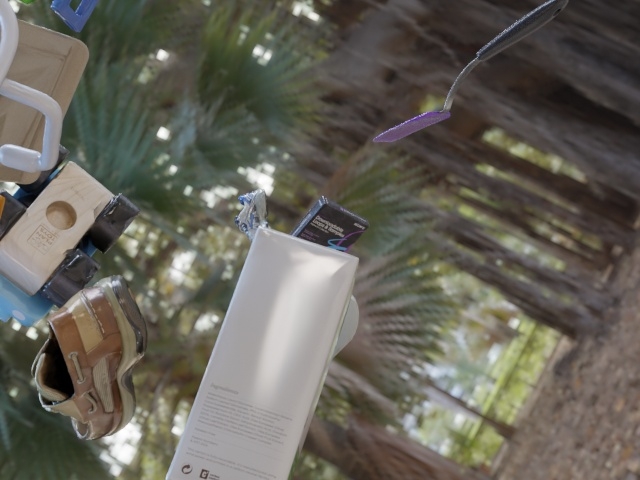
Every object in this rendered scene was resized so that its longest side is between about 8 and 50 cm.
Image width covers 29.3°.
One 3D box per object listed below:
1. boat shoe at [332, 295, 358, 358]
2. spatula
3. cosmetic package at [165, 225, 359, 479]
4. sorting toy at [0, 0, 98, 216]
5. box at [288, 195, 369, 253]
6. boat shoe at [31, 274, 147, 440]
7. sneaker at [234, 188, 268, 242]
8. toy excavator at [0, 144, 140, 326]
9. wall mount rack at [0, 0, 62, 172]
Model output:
[{"bbox_3d":[-0.005,0.159,1.947,0.070,0.078,0.219,-91,26,-59],"label":"boat shoe"},{"bbox_3d":[0.182,-0.201,1.490,0.296,0.030,0.084,-41,-15,26],"label":"spatula"},{"bbox_3d":[-0.076,0.192,1.659,0.197,0.155,0.365,96,-167,-69],"label":"cosmetic package"},{"bbox_3d":[-0.346,-0.151,1.329,0.347,0.047,0.196,-66,-17,7],"label":"sorting toy"},{"bbox_3d":[0.000,0.000,2.328,0.162,0.116,0.029,-50,35,21],"label":"box"},{"bbox_3d":[-0.301,0.157,1.520,0.120,0.122,0.324,-20,-28,-26],"label":"boat shoe"},{"bbox_3d":[-0.119,-0.024,2.127,0.052,0.058,0.135,80,-175,-63],"label":"sneaker"},{"bbox_3d":[-0.579,0.083,2.252,0.445,0.222,0.433,-39,16,54],"label":"toy excavator"},{"bbox_3d":[-0.356,-0.046,0.831,0.130,0.304,0.350,120,169,-56],"label":"wall mount rack"}]
